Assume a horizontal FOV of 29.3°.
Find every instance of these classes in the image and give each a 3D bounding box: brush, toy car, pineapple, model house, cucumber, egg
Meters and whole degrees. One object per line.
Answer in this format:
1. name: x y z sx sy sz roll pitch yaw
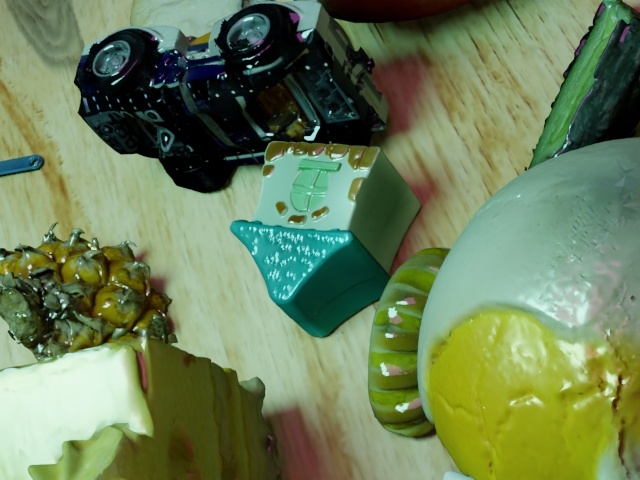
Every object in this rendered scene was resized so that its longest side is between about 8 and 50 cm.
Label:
1. brush: -0.385 -0.079 1.402 0.164 0.014 0.051 -7 59 26
2. toy car: -0.094 -0.142 1.156 0.301 0.193 0.118 -2 59 31
3. pineapple: -0.230 0.047 1.139 0.139 0.164 0.250 -36 45 -5
4. model house: 0.000 0.000 1.070 0.127 0.100 0.149 5 65 33
5. cucumber: 0.242 -0.124 1.022 0.193 0.085 0.115 -56 6 -10
6. egg: 0.215 0.036 0.805 0.336 0.201 0.337 -5 44 5

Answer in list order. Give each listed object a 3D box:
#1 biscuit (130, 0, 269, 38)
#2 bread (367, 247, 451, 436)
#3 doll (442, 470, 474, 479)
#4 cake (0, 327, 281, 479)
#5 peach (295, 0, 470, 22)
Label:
1. biscuit: -0.132 -0.264 1.358 0.188 0.040 0.265 -29 50 14
2. bread: 0.083 0.068 0.984 0.083 0.094 0.157 5 55 37
3. doll: 0.140 0.207 0.867 0.207 0.081 0.129 -37 64 2
4. cake: -0.176 0.196 0.896 0.227 0.286 0.223 -16 69 17
5. peach: 0.086 -0.353 1.137 0.338 0.281 0.281 -24 51 21
